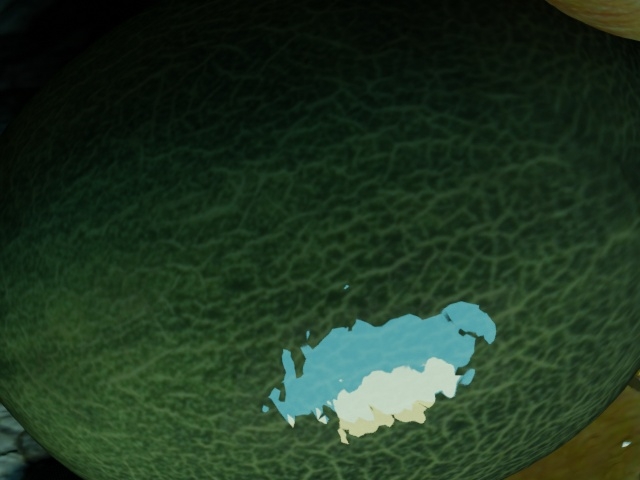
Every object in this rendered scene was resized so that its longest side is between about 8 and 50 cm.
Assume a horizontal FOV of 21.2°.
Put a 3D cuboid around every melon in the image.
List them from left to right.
[{"bbox_3d":[0.000,0.000,0.715,0.301,0.237,0.237,-16,145,5],"label":"melon"}]

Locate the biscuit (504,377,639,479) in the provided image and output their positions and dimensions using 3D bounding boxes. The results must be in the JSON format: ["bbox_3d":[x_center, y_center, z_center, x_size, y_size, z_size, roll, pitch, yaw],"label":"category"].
[{"bbox_3d":[0.045,0.188,1.124,0.385,0.062,0.365,-27,146,3],"label":"biscuit"}]

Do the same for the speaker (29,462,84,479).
[{"bbox_3d":[-0.170,0.179,1.053,0.094,0.060,0.075,-11,144,-5],"label":"speaker"}]

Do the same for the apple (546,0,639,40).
[{"bbox_3d":[0.132,-0.174,0.568,0.211,0.188,0.211,-7,144,-5],"label":"apple"}]

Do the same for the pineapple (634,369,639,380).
[{"bbox_3d":[0.138,0.022,0.913,0.083,0.103,0.221,-21,147,31],"label":"pineapple"}]
